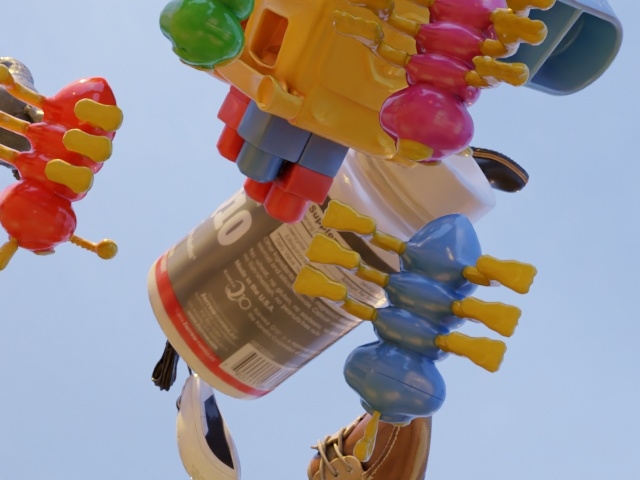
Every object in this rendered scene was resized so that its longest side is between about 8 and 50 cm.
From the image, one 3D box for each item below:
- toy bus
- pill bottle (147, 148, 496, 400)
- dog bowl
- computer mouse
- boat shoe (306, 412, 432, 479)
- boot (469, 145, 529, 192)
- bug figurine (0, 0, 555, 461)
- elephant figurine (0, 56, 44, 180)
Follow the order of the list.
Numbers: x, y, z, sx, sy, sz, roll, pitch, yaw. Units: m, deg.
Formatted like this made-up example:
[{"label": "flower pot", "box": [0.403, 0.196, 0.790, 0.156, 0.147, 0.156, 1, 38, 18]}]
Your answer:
[{"label": "toy bus", "box": [-0.009, -0.128, 0.662, 0.220, 0.149, 0.211, 46, -67, 51]}, {"label": "pill bottle", "box": [0.000, 0.000, 0.962, 0.283, 0.161, 0.161, -39, -89, 18]}, {"label": "dog bowl", "box": [0.298, -0.282, 1.487, 0.166, 0.297, 0.074, -55, -131, 27]}, {"label": "computer mouse", "box": [-0.130, 0.172, 1.097, 0.193, 0.042, 0.106, 64, -37, 34]}, {"label": "boat shoe", "box": [0.043, 0.280, 1.299, 0.116, 0.123, 0.324, 14, -57, -10]}, {"label": "boot", "box": [0.215, -0.075, 1.665, 0.198, 0.137, 0.077, 18, -26, -11]}, {"label": "bug figurine", "box": [-0.021, -0.045, 0.482, 0.279, 0.216, 0.072, 24, -8, 22]}, {"label": "elephant figurine", "box": [-0.461, -0.125, 1.355, 0.186, 0.239, 0.169, 102, -32, -52]}]
